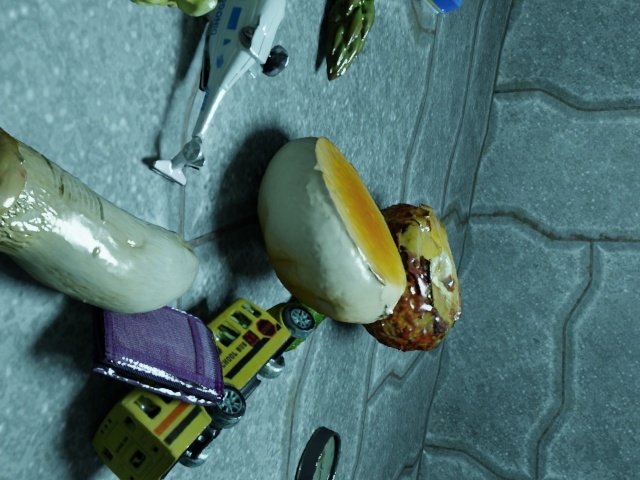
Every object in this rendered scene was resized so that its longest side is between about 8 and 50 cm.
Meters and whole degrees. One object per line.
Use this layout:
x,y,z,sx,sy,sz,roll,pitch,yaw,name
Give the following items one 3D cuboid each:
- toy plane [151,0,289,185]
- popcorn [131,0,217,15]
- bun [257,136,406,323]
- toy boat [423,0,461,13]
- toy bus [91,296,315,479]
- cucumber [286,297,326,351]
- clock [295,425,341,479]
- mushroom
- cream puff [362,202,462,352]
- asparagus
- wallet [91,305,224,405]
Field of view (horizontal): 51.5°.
-0.111,-0.202,0.756,0.273,0.107,0.182,-63,149,-22,toy plane
-0.120,-0.298,0.579,0.167,0.185,0.188,94,-18,-81,popcorn
0.000,0.000,1.001,0.299,0.164,0.299,52,19,-26,bun
0.211,-0.584,1.370,0.295,0.088,0.129,11,92,-57,toy boat
-0.134,0.175,0.859,0.121,0.123,0.335,-53,174,34,toy bus
-0.029,0.134,1.188,0.227,0.069,0.069,-45,142,-50,cucumber
-0.003,0.514,1.492,0.184,0.040,0.185,12,90,-68,clock
-0.211,-0.004,0.618,0.123,0.095,0.351,65,8,22,mushroom
0.171,0.086,1.430,0.350,0.228,0.351,40,43,-52,cream puff
0.058,-0.398,1.098,0.080,0.080,0.287,25,79,-68,asparagus
-0.174,0.112,0.724,0.166,0.030,0.111,33,31,-43,wallet
